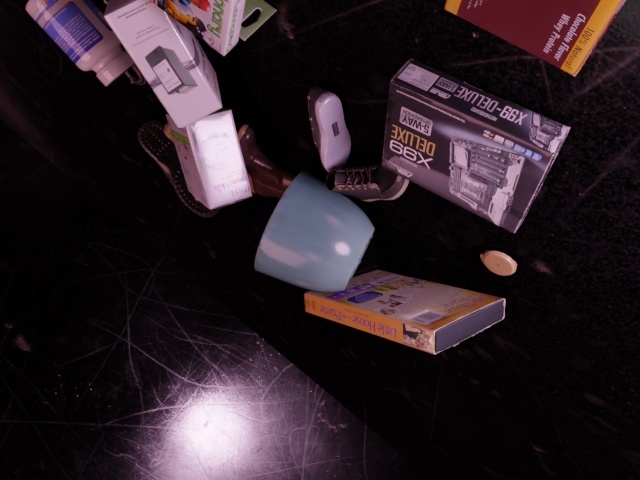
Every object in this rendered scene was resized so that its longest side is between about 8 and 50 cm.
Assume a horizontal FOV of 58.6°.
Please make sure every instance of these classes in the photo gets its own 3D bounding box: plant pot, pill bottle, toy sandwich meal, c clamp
[{"bbox_3d":[0.000,0.000,1.489,0.235,0.293,0.293,26,153,7],"label":"plant pot"},{"bbox_3d":[-0.643,-0.563,1.555,0.272,0.152,0.152,51,153,-22],"label":"pill bottle"},{"bbox_3d":[0.408,0.047,1.297,0.086,0.029,0.085,27,149,18],"label":"toy sandwich meal"},{"bbox_3d":[-0.587,-0.527,1.702,0.160,0.022,0.137,50,148,-19],"label":"c clamp"}]

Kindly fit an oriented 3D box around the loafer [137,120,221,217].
[{"bbox_3d":[-0.453,-0.242,1.902,0.366,0.134,0.130,56,177,-12],"label":"loafer"}]

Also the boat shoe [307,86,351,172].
[{"bbox_3d":[0.010,-0.251,1.290,0.076,0.080,0.228,46,166,32],"label":"boat shoe"}]

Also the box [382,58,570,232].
[{"bbox_3d":[0.268,-0.171,1.063,0.307,0.076,0.242,30,154,18],"label":"box"}]

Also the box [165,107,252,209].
[{"bbox_3d":[-0.302,-0.229,1.511,0.262,0.127,0.231,31,138,61],"label":"box"}]

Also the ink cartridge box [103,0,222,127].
[{"bbox_3d":[-0.348,-0.436,1.298,0.211,0.122,0.289,-108,-8,-49],"label":"ink cartridge box"}]

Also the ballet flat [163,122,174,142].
[{"bbox_3d":[-0.400,-0.298,1.775,0.206,0.073,0.067,39,141,-9],"label":"ballet flat"}]

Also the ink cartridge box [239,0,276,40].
[{"bbox_3d":[-0.205,-0.479,1.154,0.209,0.109,0.062,38,155,2],"label":"ink cartridge box"}]

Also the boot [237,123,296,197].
[{"bbox_3d":[-0.137,-0.206,1.585,0.207,0.090,0.248,21,149,7],"label":"boot"}]

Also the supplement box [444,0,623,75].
[{"bbox_3d":[0.285,-0.345,0.684,0.194,0.129,0.191,33,154,13],"label":"supplement box"}]

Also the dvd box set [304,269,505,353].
[{"bbox_3d":[0.210,0.167,1.471,0.420,0.308,0.062,11,108,45],"label":"dvd box set"}]

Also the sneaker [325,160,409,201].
[{"bbox_3d":[0.103,-0.134,1.282,0.118,0.083,0.222,7,168,-25],"label":"sneaker"}]

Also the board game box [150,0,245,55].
[{"bbox_3d":[-0.212,-0.471,0.961,0.193,0.053,0.305,36,158,-1],"label":"board game box"}]

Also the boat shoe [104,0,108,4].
[{"bbox_3d":[-0.494,-0.605,1.366,0.079,0.081,0.227,27,152,24],"label":"boat shoe"}]
